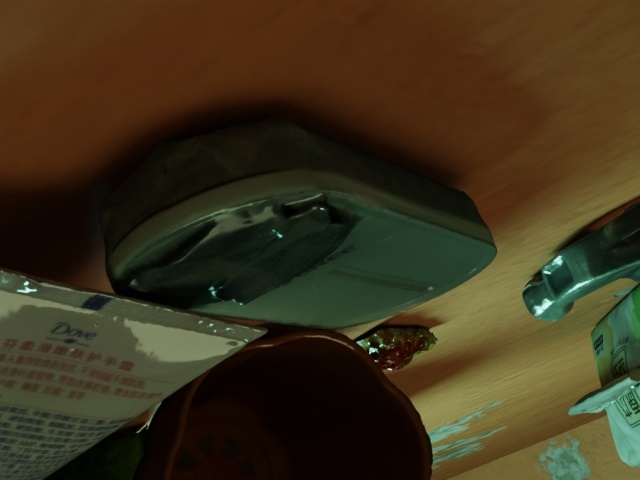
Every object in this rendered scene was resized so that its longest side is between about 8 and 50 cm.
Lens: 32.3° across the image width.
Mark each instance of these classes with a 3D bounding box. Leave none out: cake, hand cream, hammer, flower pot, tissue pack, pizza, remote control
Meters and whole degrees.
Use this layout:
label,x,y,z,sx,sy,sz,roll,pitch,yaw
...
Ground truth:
label,x,y,z,sx,sy,sz,roll,pitch,yaw
cake,-0.241,0.221,0.844,0.235,0.099,0.100,-8,158,-30
hand cream,-0.146,0.066,0.484,0.133,0.083,0.248,15,147,-33
hammer,0.270,-0.002,0.800,0.227,0.041,0.159,-13,164,-16
flower pot,-0.047,0.162,0.768,0.191,0.190,0.173,-10,174,-29
tissue pack,0.322,0.127,1.067,0.145,0.159,0.229,-10,162,-5
pizza,0.037,0.098,0.876,0.099,0.029,0.100,-25,162,21
remote control,0.000,0.000,0.492,0.104,0.052,0.247,-28,161,22
